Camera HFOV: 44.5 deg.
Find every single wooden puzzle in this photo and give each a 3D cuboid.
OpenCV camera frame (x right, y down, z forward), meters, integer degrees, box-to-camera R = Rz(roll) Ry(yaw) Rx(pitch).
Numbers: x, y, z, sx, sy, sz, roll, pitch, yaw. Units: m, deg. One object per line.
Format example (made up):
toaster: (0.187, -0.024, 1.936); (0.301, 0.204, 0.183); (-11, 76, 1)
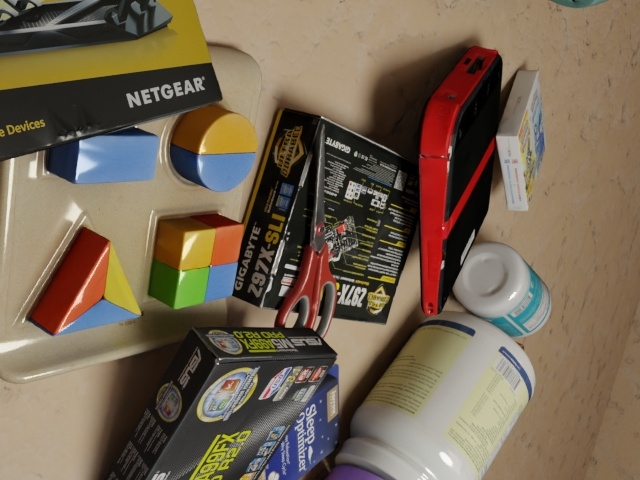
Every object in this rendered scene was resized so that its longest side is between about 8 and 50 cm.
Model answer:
wooden puzzle: (-0.184, -0.037, 0.834); (0.322, 0.081, 0.347); (-9, 111, -50)

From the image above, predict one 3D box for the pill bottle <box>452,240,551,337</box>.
pill bottle: (0.373, 0.110, 1.565); (0.264, 0.146, 0.146); (36, 75, -53)

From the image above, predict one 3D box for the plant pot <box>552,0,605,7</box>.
plant pot: (0.452, -0.534, 1.296); (0.235, 0.293, 0.293); (-51, 141, -4)

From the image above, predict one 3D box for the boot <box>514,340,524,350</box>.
boot: (0.325, 0.265, 1.561); (0.073, 0.152, 0.197); (-25, 124, -45)

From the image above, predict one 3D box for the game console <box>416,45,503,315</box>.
game console: (0.227, -0.113, 1.284); (0.386, 0.060, 0.341); (-51, 146, -53)

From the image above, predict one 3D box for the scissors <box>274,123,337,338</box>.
scissors: (0.000, 0.000, 1.015); (0.109, 0.021, 0.297); (0, 104, -49)

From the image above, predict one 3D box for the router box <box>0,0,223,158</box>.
router box: (-0.246, -0.193, 0.626); (0.309, 0.081, 0.242); (-27, 105, -44)

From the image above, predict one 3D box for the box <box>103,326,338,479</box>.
box: (-0.124, 0.227, 0.959); (0.216, 0.060, 0.270); (9, 118, -52)

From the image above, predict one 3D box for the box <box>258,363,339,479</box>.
box: (-0.030, 0.298, 1.215); (0.225, 0.037, 0.136); (-29, 126, -45)

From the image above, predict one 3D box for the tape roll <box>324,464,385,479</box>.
tape roll: (0.106, 0.487, 1.267); (0.090, 0.275, 0.274); (-50, 139, -27)

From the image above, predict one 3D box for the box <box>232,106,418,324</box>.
box: (0.026, -0.020, 1.118); (0.322, 0.079, 0.257); (14, 95, -54)

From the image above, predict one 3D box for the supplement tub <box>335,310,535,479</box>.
supplement tub: (0.197, 0.306, 1.343); (0.325, 0.235, 0.235); (-48, 137, -29)

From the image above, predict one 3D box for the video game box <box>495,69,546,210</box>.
video game box: (0.389, -0.193, 1.502); (0.205, 0.048, 0.187); (-64, 144, -37)
